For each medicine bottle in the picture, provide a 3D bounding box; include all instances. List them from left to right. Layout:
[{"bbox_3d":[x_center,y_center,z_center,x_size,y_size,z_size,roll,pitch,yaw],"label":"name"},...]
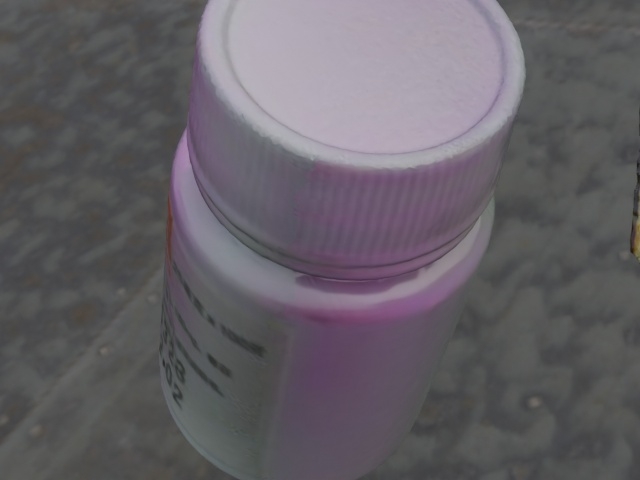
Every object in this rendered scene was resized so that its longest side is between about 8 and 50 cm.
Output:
[{"bbox_3d":[0.000,0.000,0.882,0.219,0.388,0.219,4,54,-5],"label":"medicine bottle"}]

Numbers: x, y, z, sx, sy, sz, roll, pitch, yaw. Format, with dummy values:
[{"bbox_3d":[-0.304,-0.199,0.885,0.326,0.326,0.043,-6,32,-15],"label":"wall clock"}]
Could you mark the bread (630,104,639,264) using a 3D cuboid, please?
[{"bbox_3d":[0.500,-0.076,1.505,0.263,0.236,0.198,6,41,33],"label":"bread"}]
